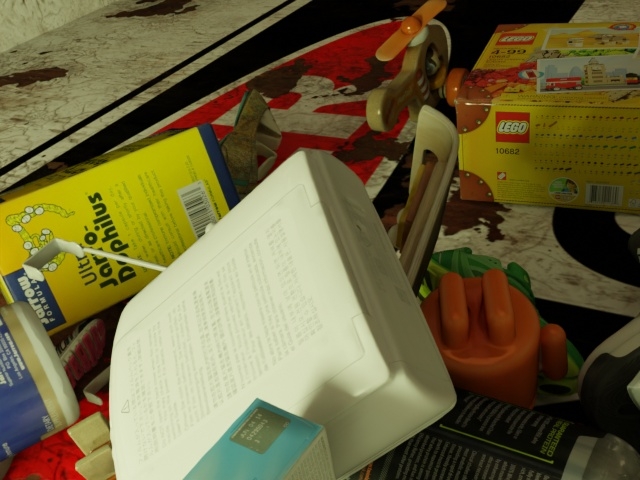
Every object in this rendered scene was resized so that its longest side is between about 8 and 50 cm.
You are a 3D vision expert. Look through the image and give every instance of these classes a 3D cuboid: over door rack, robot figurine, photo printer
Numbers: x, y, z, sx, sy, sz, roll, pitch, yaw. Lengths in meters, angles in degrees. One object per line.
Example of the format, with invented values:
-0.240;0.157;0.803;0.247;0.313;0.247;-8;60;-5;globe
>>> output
-0.158;0.098;0.851;0.324;0.239;0.108;3;37;18;over door rack
0.163;0.126;0.747;0.158;0.219;0.128;-33;46;-18;robot figurine
-0.062;0.105;0.603;0.307;0.107;0.256;-40;46;21;photo printer

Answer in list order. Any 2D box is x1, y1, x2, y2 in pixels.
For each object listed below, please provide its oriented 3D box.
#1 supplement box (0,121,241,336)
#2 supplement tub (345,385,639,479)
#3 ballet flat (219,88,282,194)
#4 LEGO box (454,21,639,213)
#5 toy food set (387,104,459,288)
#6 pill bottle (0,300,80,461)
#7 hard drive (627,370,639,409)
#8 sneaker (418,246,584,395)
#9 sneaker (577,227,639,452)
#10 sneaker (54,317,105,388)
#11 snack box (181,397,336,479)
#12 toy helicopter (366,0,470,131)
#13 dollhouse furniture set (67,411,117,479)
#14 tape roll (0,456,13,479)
-0.320;-0.026;1.081;0.357;0.195;0.194;-28;18;-26;supplement box
0.141;0.233;0.610;0.316;0.193;0.193;12;39;31;supplement tub
-0.137;-0.197;1.430;0.123;0.123;0.348;-3;33;11;ballet flat
0.518;-0.220;1.202;0.500;0.193;0.372;6;37;23;LEGO box
0.074;0.023;0.822;0.092;0.219;0.306;18;68;11;toy food set
-0.404;0.182;0.738;0.265;0.153;0.153;-25;36;-25;pill bottle
0.454;0.108;0.653;0.353;0.233;0.047;-39;4;-24;hard drive
0.230;0.079;0.899;0.124;0.109;0.295;-25;35;-15;sneaker
0.421;0.085;0.832;0.448;0.169;0.257;-15;24;-22;sneaker
-0.359;0.164;0.965;0.075;0.063;0.170;10;42;17;sneaker
-0.047;0.283;0.465;0.060;0.321;0.187;15;40;32;snack box
0.183;-0.335;1.426;0.140;0.234;0.355;11;38;28;toy helicopter
-0.110;0.262;0.731;0.259;0.135;0.262;-30;36;-10;dollhouse furniture set
-0.487;0.256;0.853;0.219;0.072;0.219;-7;33;5;tape roll
